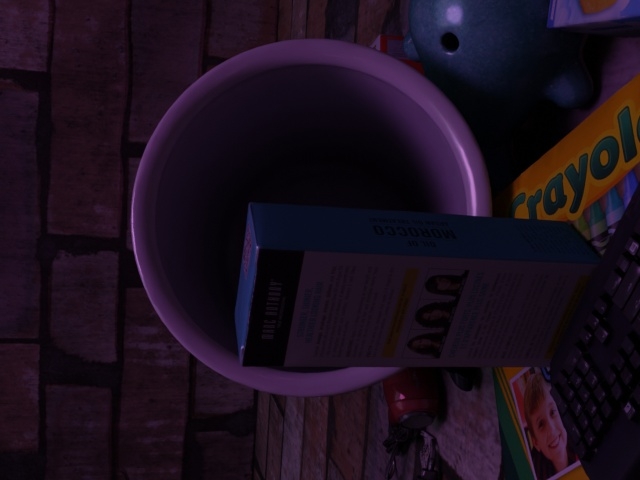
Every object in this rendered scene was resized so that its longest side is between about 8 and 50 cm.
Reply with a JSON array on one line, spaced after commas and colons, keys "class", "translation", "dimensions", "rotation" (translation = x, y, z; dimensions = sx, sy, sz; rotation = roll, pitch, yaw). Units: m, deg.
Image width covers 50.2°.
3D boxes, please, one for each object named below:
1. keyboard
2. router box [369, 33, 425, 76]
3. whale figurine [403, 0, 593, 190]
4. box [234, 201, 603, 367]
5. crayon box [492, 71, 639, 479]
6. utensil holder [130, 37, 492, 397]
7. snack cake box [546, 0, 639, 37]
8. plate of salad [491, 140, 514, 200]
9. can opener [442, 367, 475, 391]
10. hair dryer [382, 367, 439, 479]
[{"class": "keyboard", "translation": [0.213, 0.027, 0.354], "dimensions": [0.201, 0.033, 0.317], "rotation": [-109, 27, -55]}, {"class": "router box", "translation": [0.088, -0.151, 1.198], "dimensions": [0.335, 0.082, 0.301], "rotation": [157, 114, -75]}, {"class": "whale figurine", "translation": [0.163, -0.170, 0.696], "dimensions": [0.216, 0.141, 0.271], "rotation": [29, 133, 30]}, {"class": "box", "translation": [0.066, 0.035, 0.490], "dimensions": [0.060, 0.245, 0.100], "rotation": [-108, 25, -56]}, {"class": "crayon box", "translation": [0.245, 0.061, 0.488], "dimensions": [0.363, 0.106, 0.312], "rotation": [124, 145, -65]}, {"class": "utensil holder", "translation": [0.000, 0.000, 0.795], "dimensions": [0.385, 0.328, 0.327], "rotation": [69, -159, -81]}, {"class": "snack cake box", "translation": [0.264, -0.292, 0.504], "dimensions": [0.152, 0.089, 0.264], "rotation": [-135, 49, -72]}, {"class": "plate of salad", "translation": [0.186, -0.086, 0.868], "dimensions": [0.200, 0.048, 0.199], "rotation": [-178, 90, -77]}, {"class": "can opener", "translation": [0.158, 0.129, 0.925], "dimensions": [0.186, 0.059, 0.073], "rotation": [-119, 33, -63]}, {"class": "hair dryer", "translation": [0.115, 0.243, 1.039], "dimensions": [0.223, 0.080, 0.293], "rotation": [-177, 89, -77]}]
